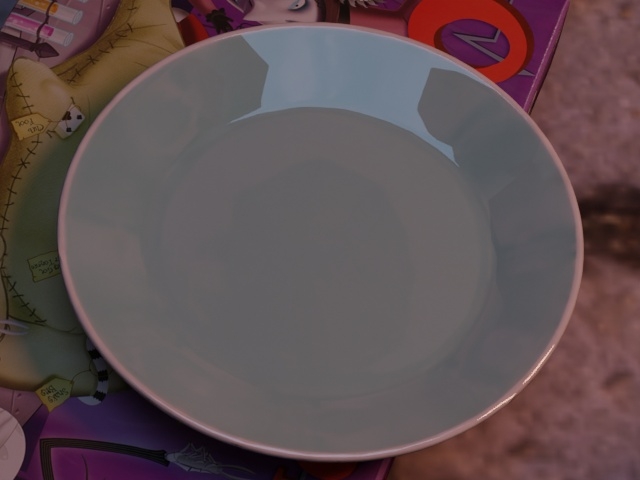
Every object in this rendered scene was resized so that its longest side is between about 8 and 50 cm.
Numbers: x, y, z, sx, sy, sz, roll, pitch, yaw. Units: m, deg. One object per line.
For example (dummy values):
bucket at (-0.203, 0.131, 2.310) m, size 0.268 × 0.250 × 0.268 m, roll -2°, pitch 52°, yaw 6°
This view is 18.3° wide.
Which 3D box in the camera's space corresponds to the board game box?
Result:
board game box at (-0.055, 0.011, 0.744) m, size 0.208 × 0.056 × 0.347 m, roll 21°, pitch 57°, yaw 4°

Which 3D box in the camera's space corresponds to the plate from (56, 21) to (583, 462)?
plate at (0.000, 0.000, 0.715) m, size 0.188 × 0.024 × 0.188 m, roll 3°, pitch 56°, yaw -4°
